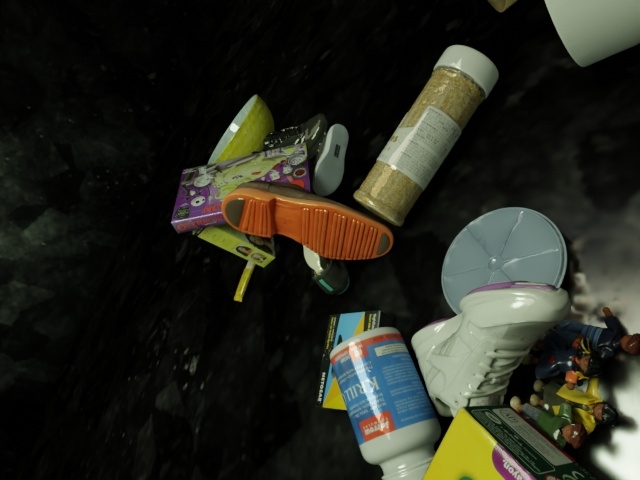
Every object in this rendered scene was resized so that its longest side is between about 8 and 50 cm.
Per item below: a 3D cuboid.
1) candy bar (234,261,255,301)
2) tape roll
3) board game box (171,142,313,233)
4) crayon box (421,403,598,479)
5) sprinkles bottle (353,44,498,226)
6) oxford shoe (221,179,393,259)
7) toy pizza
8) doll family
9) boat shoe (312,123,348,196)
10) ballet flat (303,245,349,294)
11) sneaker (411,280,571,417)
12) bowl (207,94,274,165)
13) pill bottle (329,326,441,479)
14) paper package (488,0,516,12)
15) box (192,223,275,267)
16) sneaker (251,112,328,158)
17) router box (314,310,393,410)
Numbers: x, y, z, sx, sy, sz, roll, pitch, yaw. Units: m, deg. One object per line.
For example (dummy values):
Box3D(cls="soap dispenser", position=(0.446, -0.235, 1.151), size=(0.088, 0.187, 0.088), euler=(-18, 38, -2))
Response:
Box3D(cls="candy bar", position=(-0.213, 0.101, 1.256), size=(0.040, 0.018, 0.161), euler=(5, 69, 48))
Box3D(cls="tape roll", position=(0.435, -0.406, 0.623), size=(0.169, 0.246, 0.246), euler=(-15, 55, 44))
Box3D(cls="board game box", position=(-0.193, -0.137, 1.090), size=(0.346, 0.056, 0.208), euler=(-12, 51, 5))
Box3D(cls="crayon box", position=(0.218, 0.399, 0.391), size=(0.363, 0.106, 0.313), euler=(40, 113, 54))
Box3D(cls="sprinkles bottle", position=(0.208, -0.205, 0.865), size=(0.355, 0.121, 0.121), euler=(-58, 35, 4))
Box3D(cls="oxford shoe", position=(-0.017, -0.063, 0.917), size=(0.133, 0.363, 0.130), euler=(-66, -9, -52))
Box3D(cls="toy pizza", position=(0.283, 0.042, 0.676), size=(0.201, 0.032, 0.201), euler=(-31, 44, 36))
Box3D(cls="doll family", position=(0.310, 0.166, 0.518), size=(0.111, 0.076, 0.193), euler=(-12, 59, 66))
Box3D(cls="boat shoe", position=(0.014, -0.209, 1.148), size=(0.076, 0.080, 0.228), euler=(-23, 49, 52))
Box3D(cls="ballet flat", position=(0.000, 0.000, 0.998), size=(0.095, 0.096, 0.280), euler=(-43, 38, 23))
Box3D(cls="sneaker", position=(0.220, 0.151, 0.554), size=(0.305, 0.114, 0.152), euler=(109, 158, -59))
Box3D(cls="bowl", position=(-0.237, -0.324, 1.447), size=(0.289, 0.156, 0.289), euler=(-44, 25, 27))
Box3D(cls="pill bottle", position=(0.104, 0.255, 0.647), size=(0.124, 0.124, 0.221), euler=(-39, 56, 27))
Box3D(cls="paper package", position=(0.431, -0.717, 0.913), size=(0.309, 0.168, 0.325), euler=(-33, 43, 33))
Box3D(cls="box", position=(-0.230, -0.013, 1.170), size=(0.058, 0.232, 0.087), euler=(-40, 41, 28))
Box3D(cls="sneaker", position=(-0.097, -0.287, 1.291), size=(0.286, 0.130, 0.109), euler=(-37, 39, 28))
Box3D(cls="router box", position=(0.063, 0.226, 0.804), size=(0.133, 0.046, 0.179), euler=(-16, 55, 44))
